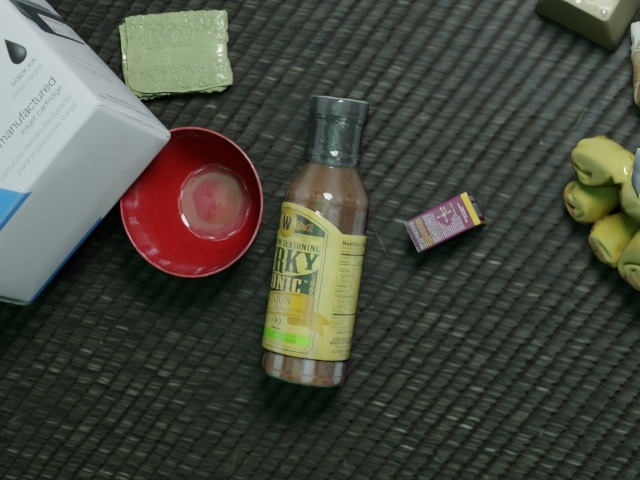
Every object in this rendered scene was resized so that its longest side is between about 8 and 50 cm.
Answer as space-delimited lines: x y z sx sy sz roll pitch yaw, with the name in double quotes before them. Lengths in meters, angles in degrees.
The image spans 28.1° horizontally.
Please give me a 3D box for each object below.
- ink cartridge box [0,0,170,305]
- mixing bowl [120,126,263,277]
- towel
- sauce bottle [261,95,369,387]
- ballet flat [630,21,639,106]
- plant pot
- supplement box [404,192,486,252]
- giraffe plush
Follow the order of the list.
"ink cartridge box" -0.422 -0.161 1.561 0.285 0.166 0.395 -49 65 9
"mixing bowl" -0.146 -0.047 1.580 0.181 0.098 0.182 0 91 14
"towel" -0.184 -0.236 1.620 0.148 0.027 0.110 -5 90 15
"sauce bottle" 0.000 0.000 1.542 0.111 0.111 0.345 8 92 14
"ballet flat" 0.397 -0.252 1.465 0.067 0.073 0.206 32 97 38
"plant pot" 0.313 -0.292 1.459 0.109 0.096 0.109 31 99 12
"supplement box" 0.150 -0.021 1.531 0.083 0.055 0.043 -27 84 13
"giraffe plush" 0.396 -0.067 1.427 0.170 0.210 0.181 -25 72 -19
